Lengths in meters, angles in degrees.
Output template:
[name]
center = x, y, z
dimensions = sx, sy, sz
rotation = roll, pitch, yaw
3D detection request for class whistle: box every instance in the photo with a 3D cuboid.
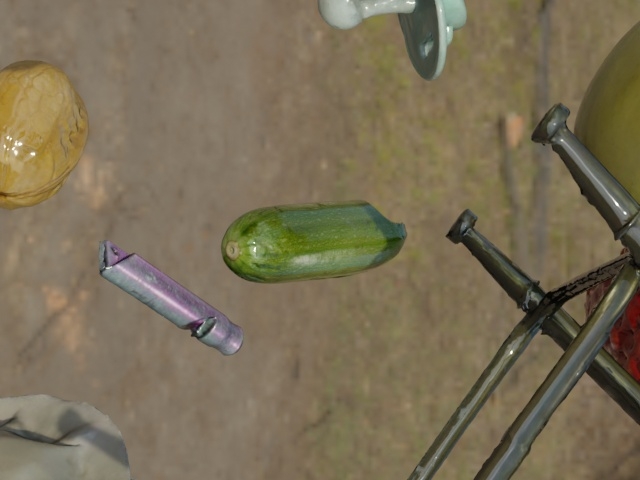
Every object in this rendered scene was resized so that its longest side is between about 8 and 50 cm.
[whistle]
center = -0.127, 0.050, 1.280
dimensions = 0.176, 0.033, 0.033
rotation = 38, 51, -42

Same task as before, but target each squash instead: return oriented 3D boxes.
[squash]
center = 0.000, 0.000, 1.297
dimensions = 0.239, 0.069, 0.069
rotation = -4, 94, -55

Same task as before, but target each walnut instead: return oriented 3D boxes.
[walnut]
center = -0.375, -0.136, 1.911
dimensions = 0.159, 0.159, 0.207
rotation = 69, 29, -45

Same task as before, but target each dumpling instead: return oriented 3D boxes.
[dumpling]
center = -0.315, 0.248, 1.456
dimensions = 0.163, 0.293, 0.204
rotation = 15, 88, -58

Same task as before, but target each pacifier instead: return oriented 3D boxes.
[pacifier]
center = 0.053, -0.196, 1.218
dimensions = 0.127, 0.116, 0.150
rotation = 139, -62, -79

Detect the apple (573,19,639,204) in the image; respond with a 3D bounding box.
[apple]
center = 0.338, -0.076, 1.198
dimensions = 0.262, 0.262, 0.262
rotation = -1, 90, -71

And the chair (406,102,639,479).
[chair]
center = 0.182, 0.208, 0.988
dimensions = 0.362, 0.410, 0.364
rotation = -53, 177, -10

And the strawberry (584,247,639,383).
[strawberry]
center = 0.397, 0.095, 1.419
dimensions = 0.310, 0.291, 0.292
rotation = 108, -8, -64

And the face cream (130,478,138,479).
[face cream]
center = -0.276, 0.383, 1.854
dimensions = 0.229, 0.075, 0.075
rotation = -51, -172, 37
